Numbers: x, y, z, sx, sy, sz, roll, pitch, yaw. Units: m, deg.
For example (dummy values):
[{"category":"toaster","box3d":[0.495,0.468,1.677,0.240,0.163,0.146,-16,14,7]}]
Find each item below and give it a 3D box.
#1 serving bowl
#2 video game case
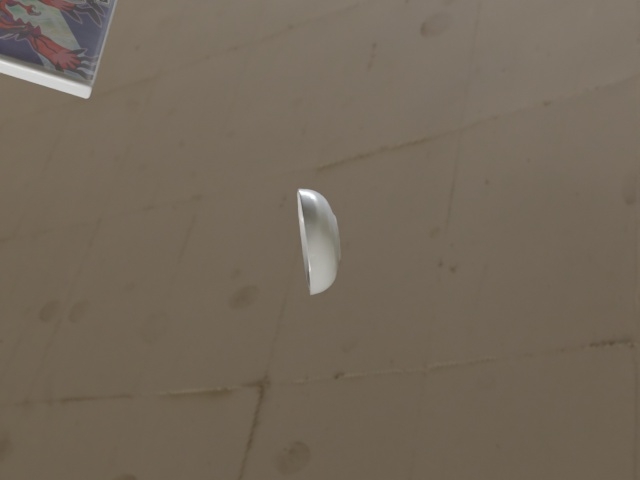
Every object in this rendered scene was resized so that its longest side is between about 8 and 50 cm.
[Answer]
[{"category":"serving bowl","box3d":[0.000,0.000,0.692,0.027,0.083,0.083,-6,-134,-3]},{"category":"video game case","box3d":[-0.341,-0.256,0.995,0.023,0.201,0.183,124,-25,-46]}]
